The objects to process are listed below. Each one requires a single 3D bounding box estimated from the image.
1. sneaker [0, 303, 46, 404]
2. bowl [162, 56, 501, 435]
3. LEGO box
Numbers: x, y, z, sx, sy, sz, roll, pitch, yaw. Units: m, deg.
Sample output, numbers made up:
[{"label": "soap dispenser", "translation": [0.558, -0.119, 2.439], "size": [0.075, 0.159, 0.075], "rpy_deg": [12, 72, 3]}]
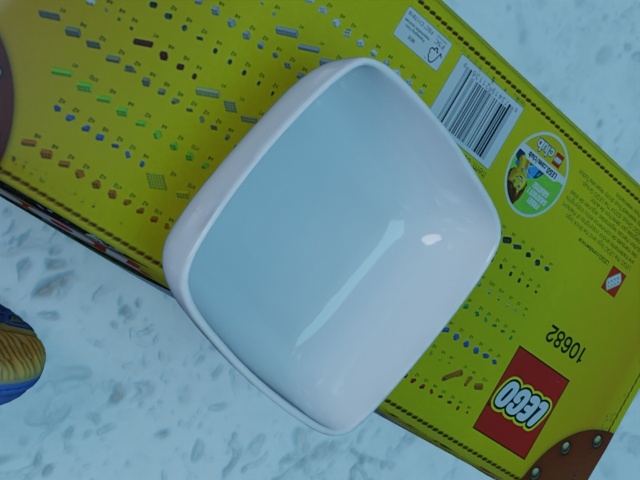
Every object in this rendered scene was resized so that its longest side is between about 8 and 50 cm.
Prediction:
[{"label": "sneaker", "translation": [-0.322, 0.098, 0.889], "size": [0.297, 0.112, 0.131], "rpy_deg": [0, 121, -36]}, {"label": "bowl", "translation": [0.000, 0.000, 0.636], "size": [0.142, 0.053, 0.142], "rpy_deg": [-51, 129, -12]}, {"label": "LEGO box", "translation": [-0.070, -0.068, 0.835], "size": [0.500, 0.372, 0.193], "rpy_deg": [34, 83, -39]}]
